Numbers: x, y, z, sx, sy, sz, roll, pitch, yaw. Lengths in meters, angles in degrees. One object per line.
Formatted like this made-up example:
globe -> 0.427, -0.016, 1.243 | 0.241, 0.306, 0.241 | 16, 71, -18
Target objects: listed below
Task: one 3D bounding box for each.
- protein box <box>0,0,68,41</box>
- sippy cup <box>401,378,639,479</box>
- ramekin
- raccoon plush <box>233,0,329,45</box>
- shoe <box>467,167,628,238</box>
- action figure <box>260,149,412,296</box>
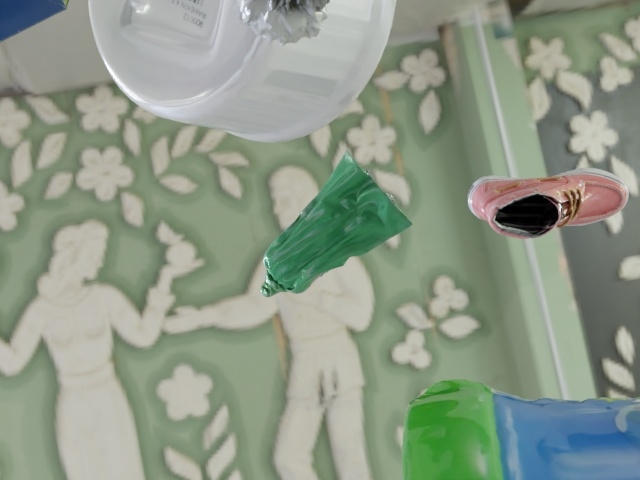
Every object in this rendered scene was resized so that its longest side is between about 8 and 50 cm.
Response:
protein box -> -0.307, -0.225, 0.767 | 0.201, 0.200, 0.136 | -24, 30, 7
sippy cup -> 0.161, 0.154, 0.400 | 0.224, 0.305, 0.240 | -11, -38, 10
ramekin -> -0.081, -0.228, 0.972 | 0.277, 0.277, 0.135 | -16, -8, 37
raccoon plush -> -0.024, -0.225, 0.564 | 0.299, 0.216, 0.446 | -16, -31, -37
shoe -> 0.248, -0.035, 1.145 | 0.178, 0.063, 0.081 | -1, 20, -10
action figure -> 0.000, 0.000, 1.540 | 0.232, 0.137, 0.063 | -41, -7, 12
